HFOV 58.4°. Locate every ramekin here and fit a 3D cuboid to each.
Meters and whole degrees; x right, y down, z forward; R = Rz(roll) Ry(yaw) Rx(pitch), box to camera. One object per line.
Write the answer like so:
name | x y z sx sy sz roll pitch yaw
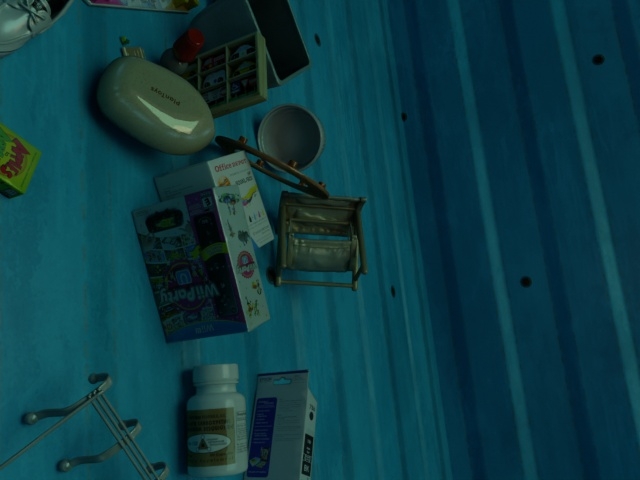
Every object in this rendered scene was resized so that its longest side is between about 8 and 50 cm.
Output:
ramekin | -0.081 -0.315 1.765 0.109 0.207 0.207 -35 111 -71

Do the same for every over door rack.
over door rack | -0.425 0.405 0.920 0.324 0.108 0.240 -45 120 -43

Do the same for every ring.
ring | -0.123 -0.199 1.515 0.336 0.336 0.032 31 86 -56

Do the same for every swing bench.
swing bench | 0.000 0.000 1.692 0.165 0.253 0.255 111 -19 -64

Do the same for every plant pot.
plant pot | -0.210 -0.520 1.526 0.247 0.252 0.248 67 29 -20

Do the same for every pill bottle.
pill bottle | -0.228 0.392 1.260 0.131 0.131 0.230 22 60 -59

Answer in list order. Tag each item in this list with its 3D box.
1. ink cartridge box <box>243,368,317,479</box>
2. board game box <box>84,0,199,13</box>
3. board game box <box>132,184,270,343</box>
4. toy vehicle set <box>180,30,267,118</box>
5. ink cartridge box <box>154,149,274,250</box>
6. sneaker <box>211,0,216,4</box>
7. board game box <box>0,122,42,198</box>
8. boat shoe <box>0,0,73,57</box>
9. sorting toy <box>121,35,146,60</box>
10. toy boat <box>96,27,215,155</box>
ink cartridge box | -0.098 0.498 1.436 0.065 0.165 0.333 44 43 -48
board game box | -0.466 -0.746 1.342 0.390 0.050 0.390 -38 114 -61
board game box | -0.257 0.053 1.237 0.097 0.223 0.304 -23 100 -64
toy vehicle set | -0.250 -0.380 1.378 0.035 0.266 0.166 24 57 -60
ink cartridge box | -0.249 -0.075 1.364 0.171 0.168 0.233 -35 110 -61
sneaker | -0.233 -0.618 1.713 0.136 0.115 0.314 -72 149 -61
board game box | -0.557 -0.158 0.934 0.181 0.043 0.092 45 41 -47
boat shoe | -0.534 -0.421 1.038 0.095 0.084 0.258 57 34 -37
sorting toy | -0.433 -0.430 1.320 0.062 0.012 0.083 -32 112 -57
toy boat | -0.349 -0.335 1.292 0.267 0.148 0.318 31 55 -29
